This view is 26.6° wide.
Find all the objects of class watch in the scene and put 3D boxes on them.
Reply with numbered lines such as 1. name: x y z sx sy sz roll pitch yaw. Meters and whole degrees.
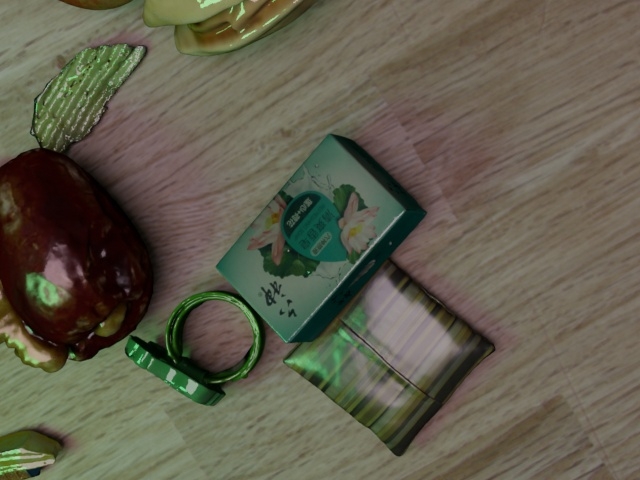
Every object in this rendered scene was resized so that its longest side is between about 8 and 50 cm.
1. watch: -0.164 0.133 1.839 0.165 0.131 0.152 34 93 5

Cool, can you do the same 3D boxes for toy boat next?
1. toy boat: -0.455 0.322 1.954 0.172 0.065 0.066 -16 115 15

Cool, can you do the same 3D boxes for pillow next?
1. pillow: 0.091 0.154 1.824 0.212 0.052 0.208 39 101 3

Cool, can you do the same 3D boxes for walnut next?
1. walnut: -0.364 0.030 1.816 0.244 0.222 0.269 -34 77 2

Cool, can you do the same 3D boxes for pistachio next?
1. pistachio: -0.094 -0.363 1.719 0.318 0.214 0.193 -33 134 21

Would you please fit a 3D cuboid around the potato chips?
1. potato chips: -0.329 -0.208 1.861 0.092 0.028 0.207 41 106 1

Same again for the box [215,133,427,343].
1. box: 0.000 0.000 1.780 0.153 0.092 0.245 45 103 18

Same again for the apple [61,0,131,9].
1. apple: -0.302 -0.402 1.759 0.209 0.164 0.209 0 91 2
